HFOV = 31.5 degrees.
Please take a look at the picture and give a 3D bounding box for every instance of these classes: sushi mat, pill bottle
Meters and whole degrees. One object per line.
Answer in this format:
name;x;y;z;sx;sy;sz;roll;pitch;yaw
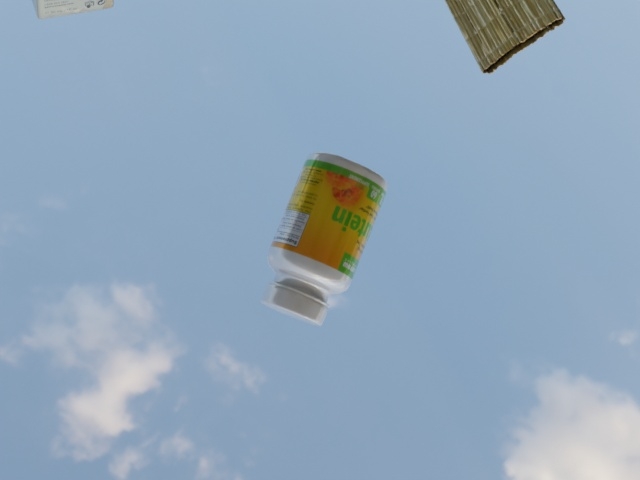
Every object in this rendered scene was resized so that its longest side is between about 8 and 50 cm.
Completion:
sushi mat;0.283;-0.405;1.855;0.019;0.151;0.316;42;-158;-40
pill bottle;0.000;0.000;1.742;0.136;0.136;0.246;23;-98;-10

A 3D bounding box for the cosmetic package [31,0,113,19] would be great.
cosmetic package;-0.340;-0.453;1.470;0.113;0.309;0.160;-13;-116;-18
